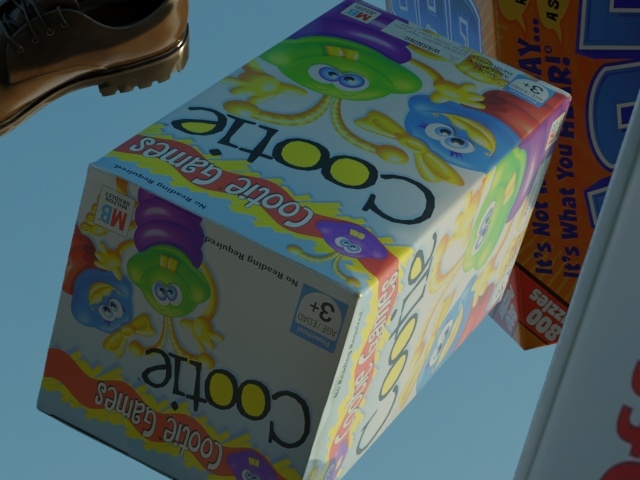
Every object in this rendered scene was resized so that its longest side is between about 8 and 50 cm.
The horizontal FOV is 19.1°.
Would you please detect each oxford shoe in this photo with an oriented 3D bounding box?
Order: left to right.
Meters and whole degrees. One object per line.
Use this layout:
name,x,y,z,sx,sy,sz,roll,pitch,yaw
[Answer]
oxford shoe,-0.185,-0.125,1.157,0.227,0.083,0.096,-24,-27,-22

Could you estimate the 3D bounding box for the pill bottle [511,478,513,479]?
pill bottle,0.135,0.151,0.874,0.116,0.065,0.065,22,-27,25

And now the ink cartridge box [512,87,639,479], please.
ink cartridge box,0.152,0.028,0.328,0.203,0.148,0.086,18,-4,27

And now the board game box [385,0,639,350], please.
board game box,0.278,-0.151,1.700,0.356,0.356,0.356,-10,-73,-11

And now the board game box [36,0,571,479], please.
board game box,0.000,0.000,0.960,0.144,0.275,0.142,26,-58,15
